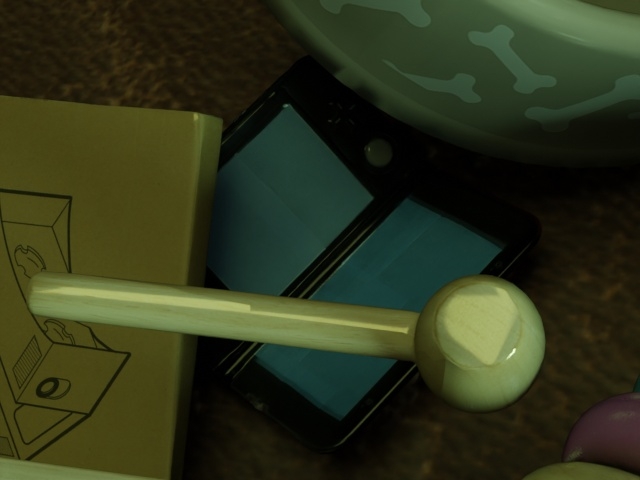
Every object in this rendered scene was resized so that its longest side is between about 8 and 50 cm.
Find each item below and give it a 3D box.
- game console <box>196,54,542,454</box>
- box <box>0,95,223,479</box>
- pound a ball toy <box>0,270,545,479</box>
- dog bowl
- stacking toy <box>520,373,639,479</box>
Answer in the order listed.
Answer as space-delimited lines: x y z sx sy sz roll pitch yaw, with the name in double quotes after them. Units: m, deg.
0.000 0.000 0.654 0.144 0.124 0.085 -45 11 -14 "game console"
-0.129 0.037 0.657 0.164 0.021 0.201 6 89 22 "box"
-0.076 0.113 0.564 0.319 0.136 0.208 4 76 18 "pound a ball toy"
0.119 -0.211 0.636 0.348 0.102 0.349 3 79 -14 "dog bowl"
0.215 0.026 0.544 0.141 0.141 0.330 30 67 32 "stacking toy"
